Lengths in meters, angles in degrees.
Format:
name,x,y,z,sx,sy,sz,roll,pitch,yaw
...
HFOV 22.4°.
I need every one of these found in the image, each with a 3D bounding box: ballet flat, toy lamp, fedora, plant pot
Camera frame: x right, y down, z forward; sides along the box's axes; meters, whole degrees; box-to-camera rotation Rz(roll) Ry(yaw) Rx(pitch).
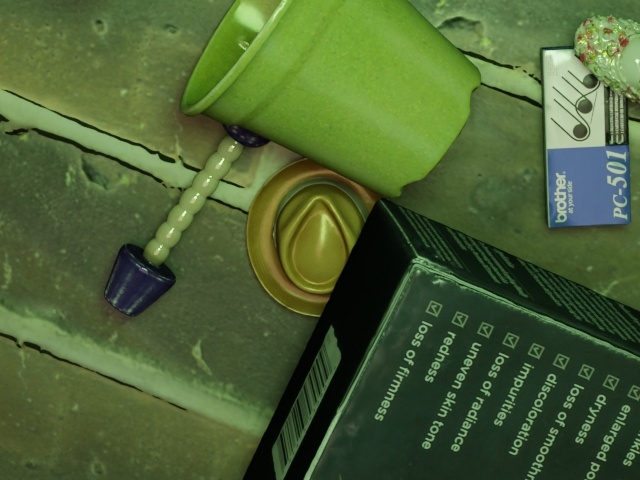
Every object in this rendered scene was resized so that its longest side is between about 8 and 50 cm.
name,x,y,z,sx,sy,sz,roll,pitch,yaw
ballet flat,0.392,-0.177,1.812,0.241,0.077,0.091,31,84,-21
toy lamp,-0.159,-0.031,1.894,0.080,0.080,0.275,35,101,-4
fedora,0.000,0.000,1.892,0.194,0.079,0.194,0,100,2
plant pot,0.026,-0.186,1.784,0.254,0.276,0.276,34,100,-16

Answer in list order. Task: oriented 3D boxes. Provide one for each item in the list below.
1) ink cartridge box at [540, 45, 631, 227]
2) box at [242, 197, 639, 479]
name,x,y,z,sx,sy,sz,roll,pitch,yaw
ink cartridge box,0.307,-0.122,1.872,0.097,0.046,0.207,-2,100,3
box,0.189,0.279,1.794,0.471,0.297,0.480,24,101,-11
